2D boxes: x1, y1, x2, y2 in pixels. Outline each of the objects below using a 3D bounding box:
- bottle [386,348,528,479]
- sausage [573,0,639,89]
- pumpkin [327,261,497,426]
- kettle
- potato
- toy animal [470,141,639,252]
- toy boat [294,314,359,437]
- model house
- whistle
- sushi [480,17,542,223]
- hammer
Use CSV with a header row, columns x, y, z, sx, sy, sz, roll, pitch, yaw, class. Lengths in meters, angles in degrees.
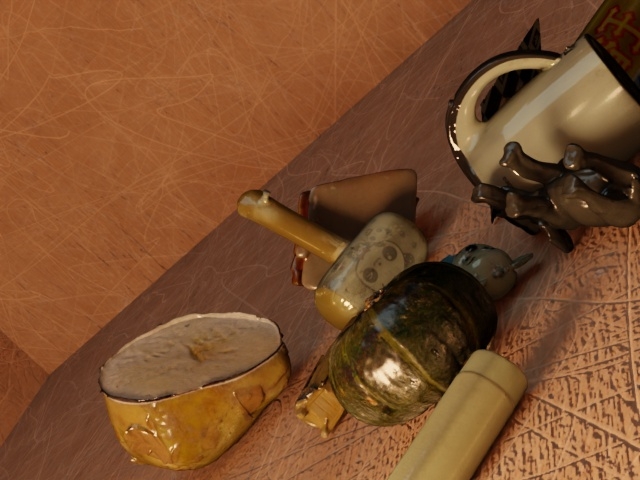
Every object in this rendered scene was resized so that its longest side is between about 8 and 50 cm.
x,y,z,sx,sy,sz,roll,pitch,yaw,class
0.136,0.207,1.302,0.201,0.072,0.072,-52,13,-29,bottle
0.389,-0.231,1.793,0.125,0.117,0.317,24,67,40,sausage
0.109,0.123,1.486,0.223,0.157,0.224,-43,-5,-5,pumpkin
0.286,-0.151,1.641,0.236,0.221,0.161,-40,11,20,kettle
-0.191,0.253,2.025,0.299,0.196,0.246,-18,30,-12,potato
0.284,-0.048,1.501,0.245,0.146,0.114,15,89,56,toy animal
0.022,0.186,1.777,0.088,0.068,0.226,-43,11,40,toy boat
0.058,-0.013,2.128,0.219,0.199,0.229,-1,-3,2,model house
0.189,0.046,1.671,0.114,0.077,0.235,-29,3,-18,whistle
0.306,-0.172,1.848,0.047,0.220,0.231,13,47,26,sushi
0.000,0.000,1.969,0.202,0.305,0.113,-49,-20,-24,hammer
